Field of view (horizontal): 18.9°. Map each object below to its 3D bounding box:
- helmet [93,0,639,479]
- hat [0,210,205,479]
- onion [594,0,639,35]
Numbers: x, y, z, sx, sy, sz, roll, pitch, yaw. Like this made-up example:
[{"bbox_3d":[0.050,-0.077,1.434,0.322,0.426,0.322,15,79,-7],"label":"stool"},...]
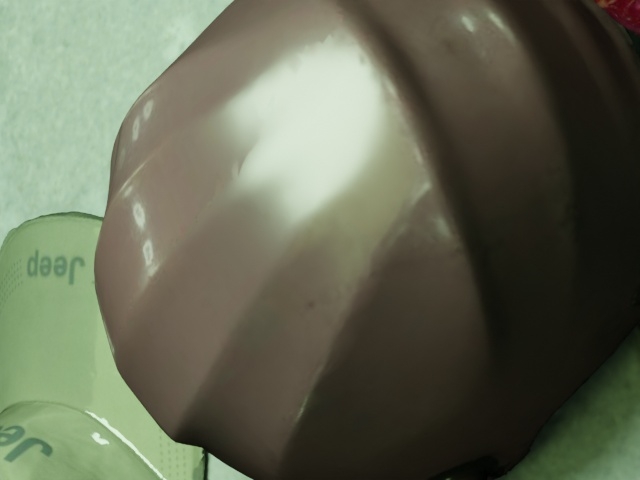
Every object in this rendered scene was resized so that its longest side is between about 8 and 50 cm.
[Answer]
[{"bbox_3d":[0.000,0.000,0.947,0.338,0.197,0.271,-40,66,30],"label":"helmet"},{"bbox_3d":[-0.185,0.113,1.137,0.214,0.149,0.245,-7,94,39],"label":"hat"},{"bbox_3d":[0.166,-0.143,0.880,0.107,0.097,0.107,5,105,19],"label":"onion"}]
